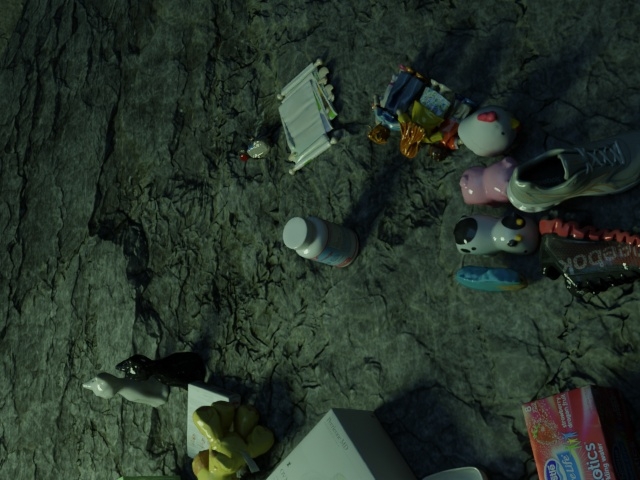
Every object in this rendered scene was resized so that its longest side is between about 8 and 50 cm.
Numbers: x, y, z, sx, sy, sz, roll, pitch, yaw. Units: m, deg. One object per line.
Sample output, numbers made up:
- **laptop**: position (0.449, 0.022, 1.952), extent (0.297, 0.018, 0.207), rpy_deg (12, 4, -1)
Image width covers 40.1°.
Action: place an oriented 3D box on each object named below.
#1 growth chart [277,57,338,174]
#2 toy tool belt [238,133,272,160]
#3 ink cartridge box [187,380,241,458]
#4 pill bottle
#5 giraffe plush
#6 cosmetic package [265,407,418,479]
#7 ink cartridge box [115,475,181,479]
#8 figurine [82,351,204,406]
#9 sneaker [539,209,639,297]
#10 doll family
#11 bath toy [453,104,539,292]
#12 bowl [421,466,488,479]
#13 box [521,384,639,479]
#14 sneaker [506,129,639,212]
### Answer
- **growth chart**: position (-0.028, -0.289, 2.009), extent (0.172, 0.021, 0.237), rpy_deg (-27, 62, 33)
- **toy tool belt**: position (-0.152, -0.223, 2.089), extent (0.083, 0.052, 0.051), rpy_deg (-26, 31, 30)
- **ink cartridge box**: position (-0.244, 0.425, 2.010), extent (0.145, 0.045, 0.179), rpy_deg (10, 104, 42)
- **pill bottle**: position (0.000, 0.000, 1.812), extent (0.087, 0.160, 0.087), rpy_deg (-13, 70, 39)
- **giraffe plush**: position (-0.206, 0.470, 1.874), extent (0.170, 0.181, 0.210), rpy_deg (-62, 30, 25)
- **cosmetic package**: position (0.048, 0.476, 1.662), extent (0.224, 0.138, 0.224), rpy_deg (-50, 52, 18)
- **ink cartridge box**: position (-0.374, 0.648, 1.962), extent (0.056, 0.171, 0.235), rpy_deg (-33, 59, 30)
- **figurine**: position (-0.422, 0.323, 2.065), extent (0.215, 0.209, 0.092), rpy_deg (-28, 61, 33)
- **sneaker**: position (0.472, 0.038, 1.431), extent (0.276, 0.098, 0.135), rpy_deg (14, 88, 45)
- **doll family**: position (0.173, -0.254, 1.756), extent (0.263, 0.118, 0.163), rpy_deg (38, 104, 40)
- **bath toy**: position (0.316, -0.086, 1.582), extent (0.151, 0.129, 0.348), rpy_deg (0, 78, 7)
- **bowl**: position (0.248, 0.476, 1.541), extent (0.142, 0.053, 0.142), rpy_deg (-24, 63, 34)
- **box**: position (0.423, 0.366, 1.368), extent (0.128, 0.123, 0.257), rpy_deg (-26, 63, 35)
- **sneaker**: position (0.437, -0.120, 1.443), extent (0.262, 0.121, 0.099), rpy_deg (-21, 74, 9)
